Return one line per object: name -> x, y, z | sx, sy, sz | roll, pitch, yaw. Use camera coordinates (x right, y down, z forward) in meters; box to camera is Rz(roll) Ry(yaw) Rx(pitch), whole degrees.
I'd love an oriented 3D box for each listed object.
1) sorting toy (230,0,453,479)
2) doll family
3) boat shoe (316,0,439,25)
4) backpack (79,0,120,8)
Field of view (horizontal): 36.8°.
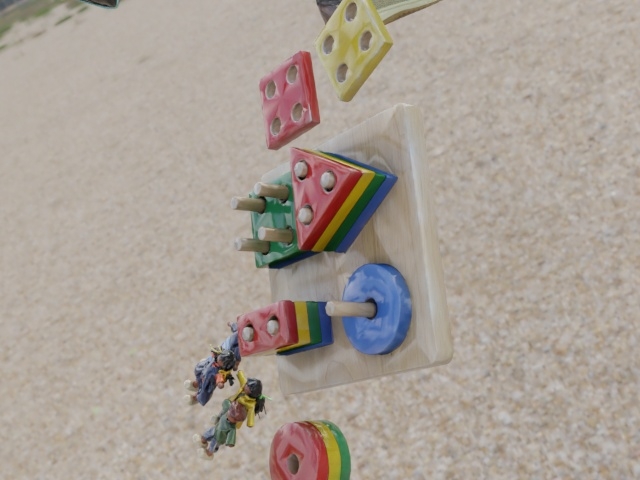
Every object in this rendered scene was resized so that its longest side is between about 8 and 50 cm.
sorting toy -> 0.000, 0.000, 0.512 | 0.046, 0.274, 0.132 | 4, -16, -37
doll family -> -0.114, 0.178, 1.207 | 0.111, 0.076, 0.193 | -50, 45, 33
boat shoe -> 0.067, -0.205, 0.740 | 0.152, 0.049, 0.056 | -25, 28, 10
backpack -> -0.292, -0.354, 1.048 | 0.189, 0.165, 0.144 | 5, 51, 13
